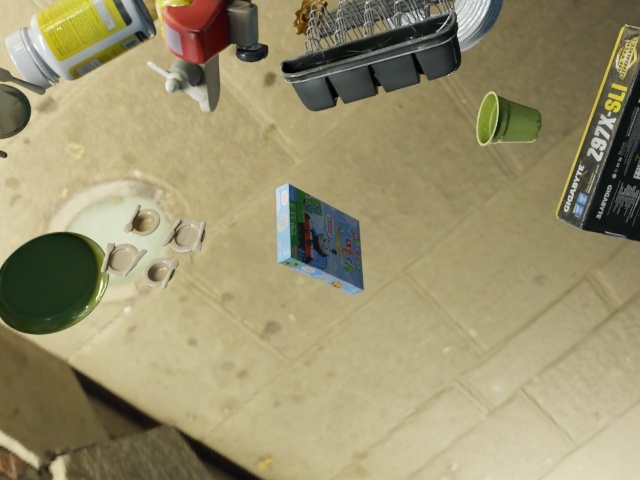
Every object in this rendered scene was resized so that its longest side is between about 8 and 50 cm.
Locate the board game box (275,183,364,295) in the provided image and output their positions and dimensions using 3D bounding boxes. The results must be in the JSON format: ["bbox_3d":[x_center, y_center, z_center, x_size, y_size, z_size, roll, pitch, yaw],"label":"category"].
[{"bbox_3d":[0.000,0.000,1.933,0.039,0.160,0.211,-24,145,34],"label":"board game box"}]

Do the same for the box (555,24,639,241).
[{"bbox_3d":[0.544,-0.153,1.593,0.257,0.079,0.321,9,106,-27],"label":"box"}]

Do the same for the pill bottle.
[{"bbox_3d":[-0.372,-0.322,1.551,0.209,0.119,0.119,-28,133,4],"label":"pill bottle"}]

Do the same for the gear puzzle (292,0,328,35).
[{"bbox_3d":[0.028,-0.533,1.880,0.044,0.175,0.338,27,73,-38],"label":"gear puzzle"}]

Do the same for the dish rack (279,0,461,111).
[{"bbox_3d":[0.070,-0.262,1.213,0.208,0.271,0.074,-12,127,15],"label":"dish rack"}]

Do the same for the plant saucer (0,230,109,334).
[{"bbox_3d":[-0.545,0.080,2.014,0.241,0.037,0.240,-20,129,-26],"label":"plant saucer"}]

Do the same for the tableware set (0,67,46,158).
[{"bbox_3d":[-0.498,-0.205,1.390,0.194,0.039,0.128,22,113,-39],"label":"tableware set"}]

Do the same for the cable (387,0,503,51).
[{"bbox_3d":[0.247,-0.506,2.032,0.089,0.257,0.257,-13,104,-63],"label":"cable"}]

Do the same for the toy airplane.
[{"bbox_3d":[-0.240,-0.464,1.859,0.273,0.385,0.384,-4,172,-1],"label":"toy airplane"}]

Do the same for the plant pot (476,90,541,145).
[{"bbox_3d":[0.289,-0.179,1.515,0.079,0.083,0.083,7,123,-11],"label":"plant pot"}]

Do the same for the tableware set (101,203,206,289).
[{"bbox_3d":[-0.278,0.010,1.659,0.141,0.169,0.020,-64,155,-25],"label":"tableware set"}]
